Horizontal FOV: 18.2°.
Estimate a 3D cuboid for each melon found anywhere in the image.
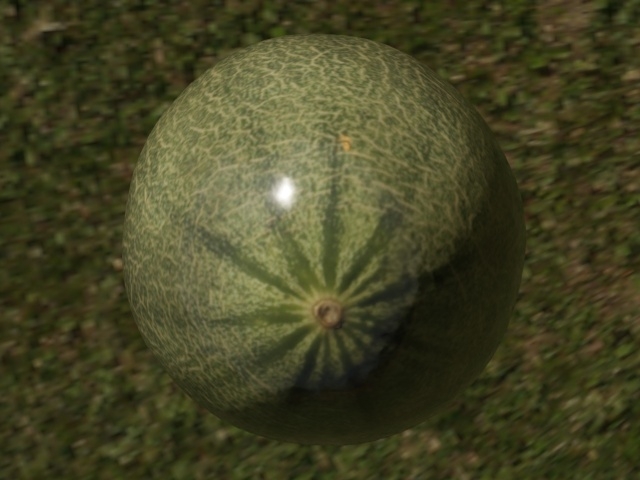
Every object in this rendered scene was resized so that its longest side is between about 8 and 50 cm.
[{"bbox_3d":[0.000,0.000,1.167,0.237,0.301,0.237,0,101,-2],"label":"melon"}]
